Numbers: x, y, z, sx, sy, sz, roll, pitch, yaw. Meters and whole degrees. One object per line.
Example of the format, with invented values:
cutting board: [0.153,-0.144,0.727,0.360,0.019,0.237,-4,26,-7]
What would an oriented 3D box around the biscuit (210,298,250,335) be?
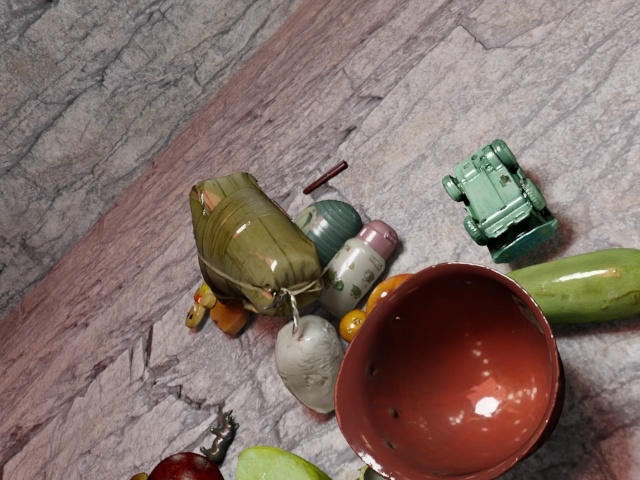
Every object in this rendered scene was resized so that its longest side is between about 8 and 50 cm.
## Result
biscuit: [-0.263,0.159,1.872,0.202,0.047,0.334,-46,30,16]

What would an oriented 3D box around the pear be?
pear: [-0.031,0.525,1.107,0.281,0.176,0.287,-22,46,38]

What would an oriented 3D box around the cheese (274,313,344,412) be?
cheese: [-0.024,0.261,1.361,0.154,0.198,0.189,-15,24,0]

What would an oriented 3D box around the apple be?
apple: [0.179,0.163,1.227,0.209,0.164,0.209,-34,34,27]

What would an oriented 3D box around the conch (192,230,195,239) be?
conch: [-0.339,-0.029,2.081,0.207,0.130,0.155,23,89,42]

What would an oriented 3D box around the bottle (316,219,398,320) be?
bottle: [0.087,0.063,1.483,0.253,0.120,0.120,-51,32,-3]

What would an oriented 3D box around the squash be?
squash: [0.400,0.094,1.072,0.370,0.118,0.118,-16,46,40]

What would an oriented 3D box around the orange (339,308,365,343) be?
orange: [0.083,0.198,1.387,0.083,0.083,0.084,-31,37,27]

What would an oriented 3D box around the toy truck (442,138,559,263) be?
toy truck: [0.366,-0.081,1.250,0.155,0.156,0.279,-37,35,20]

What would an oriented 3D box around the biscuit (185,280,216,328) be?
biscuit: [-0.363,0.165,1.936,0.158,0.035,0.240,6,66,61]

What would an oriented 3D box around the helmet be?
helmet: [0.241,0.236,1.013,0.385,0.230,0.338,-37,52,27]

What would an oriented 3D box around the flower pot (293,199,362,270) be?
flower pot: [0.000,0.000,1.614,0.243,0.157,0.189,-50,33,14]

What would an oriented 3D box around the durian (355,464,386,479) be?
durian: [0.137,0.463,1.041,0.139,0.144,0.252,-32,25,-11]

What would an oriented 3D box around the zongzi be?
zongzi: [-0.133,0.132,1.526,0.218,0.467,0.500,-24,48,-23]

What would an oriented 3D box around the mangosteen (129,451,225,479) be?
mangosteen: [-0.332,0.579,1.345,0.215,0.257,0.215,-9,78,50]

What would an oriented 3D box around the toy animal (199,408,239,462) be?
toy animal: [-0.245,0.486,1.529,0.065,0.047,0.136,1,57,45]

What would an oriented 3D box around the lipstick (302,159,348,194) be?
lipstick: [0.011,-0.194,1.916,0.176,0.027,0.027,-33,36,27]
